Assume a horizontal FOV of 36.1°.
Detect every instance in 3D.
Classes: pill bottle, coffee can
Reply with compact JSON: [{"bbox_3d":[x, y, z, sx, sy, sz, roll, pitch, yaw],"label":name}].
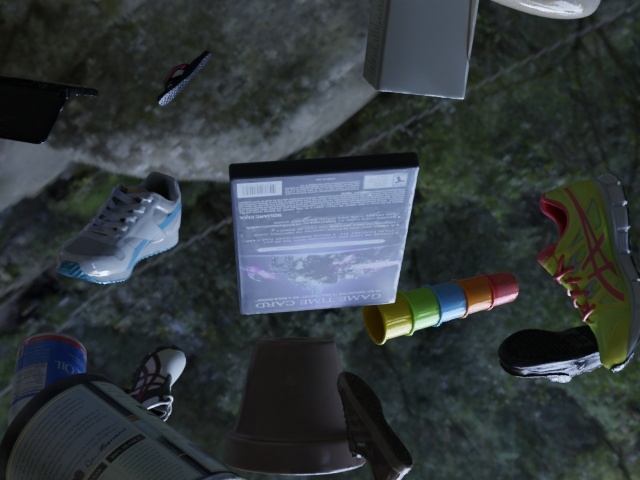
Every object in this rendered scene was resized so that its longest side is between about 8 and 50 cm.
[{"bbox_3d":[-0.473,0.279,1.700,0.124,0.124,0.221,-36,-140,27],"label":"pill bottle"},{"bbox_3d":[-0.241,0.315,1.221,0.275,0.201,0.201,27,-124,35],"label":"coffee can"}]

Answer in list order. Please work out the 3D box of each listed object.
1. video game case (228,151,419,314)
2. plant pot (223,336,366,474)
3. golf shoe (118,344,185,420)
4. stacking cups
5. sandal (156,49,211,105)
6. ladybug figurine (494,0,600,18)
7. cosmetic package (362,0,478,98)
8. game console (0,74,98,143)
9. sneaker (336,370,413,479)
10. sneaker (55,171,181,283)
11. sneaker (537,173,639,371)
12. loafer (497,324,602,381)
[{"bbox_3d":[0.000,0.000,1.115,0.196,0.026,0.274,-4,147,-5],"label":"video game case"},{"bbox_3d":[-0.045,0.297,1.811,0.263,0.229,0.263,1,178,0],"label":"plant pot"},{"bbox_3d":[-0.330,0.306,1.930,0.273,0.120,0.105,-43,146,-52],"label":"golf shoe"},{"bbox_3d":[0.243,0.122,1.911,0.316,0.096,0.096,-12,176,-20],"label":"stacking cups"},{"bbox_3d":[-0.301,-0.352,2.100,0.179,0.040,0.067,-54,-175,-32],"label":"sandal"},{"bbox_3d":[0.229,-0.484,1.469,0.305,0.449,0.162,-39,155,-58],"label":"ladybug figurine"},{"bbox_3d":[0.129,-0.337,1.190,0.113,0.309,0.160,4,-164,-5],"label":"cosmetic package"},{"bbox_3d":[-0.340,-0.154,1.151,0.107,0.122,0.071,-13,113,-70],"label":"game console"},{"bbox_3d":[0.058,0.269,1.392,0.071,0.066,0.188,-49,-136,17],"label":"sneaker"},{"bbox_3d":[-0.243,-0.017,1.184,0.228,0.087,0.092,-46,149,-63],"label":"sneaker"},{"bbox_3d":[0.270,0.034,1.004,0.094,0.208,0.081,-3,156,-2],"label":"sneaker"},{"bbox_3d":[0.353,0.182,1.466,0.220,0.080,0.078,-1,121,-31],"label":"loafer"}]
